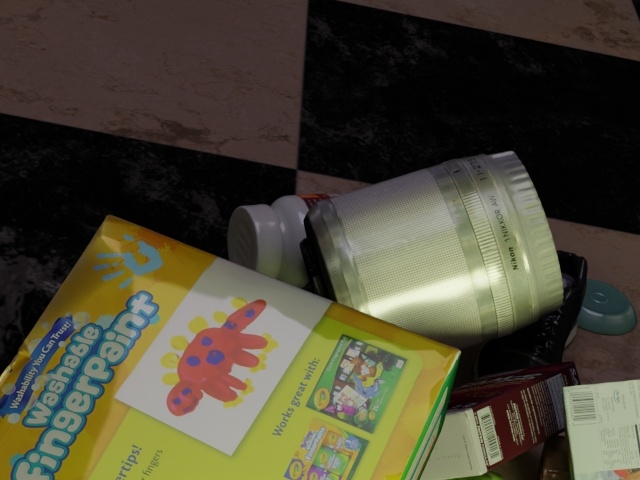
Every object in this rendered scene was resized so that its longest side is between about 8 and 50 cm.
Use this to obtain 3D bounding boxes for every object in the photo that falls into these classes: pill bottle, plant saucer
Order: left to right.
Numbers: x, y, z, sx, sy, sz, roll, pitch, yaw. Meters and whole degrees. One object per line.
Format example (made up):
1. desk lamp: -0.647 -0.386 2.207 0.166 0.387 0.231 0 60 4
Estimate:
1. pill bottle: 0.000 0.000 1.991 0.221 0.121 0.121 -3 35 -26
2. plant saucer: 0.375 0.085 2.098 0.119 0.021 0.119 10 31 -6

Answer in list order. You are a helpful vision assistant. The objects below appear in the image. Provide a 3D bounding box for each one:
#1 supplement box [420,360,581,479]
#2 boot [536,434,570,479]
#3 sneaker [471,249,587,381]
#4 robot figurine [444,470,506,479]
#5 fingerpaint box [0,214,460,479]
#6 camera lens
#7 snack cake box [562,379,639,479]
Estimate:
1. supplement box: 0.179 0.198 1.696 0.130 0.073 0.239 -14 0 38
2. boot: 0.362 0.321 1.659 0.269 0.089 0.236 13 28 5
3. sneaker: 0.267 0.102 1.926 0.107 0.124 0.283 20 31 10
4. robot figurine: 0.156 0.282 1.646 0.115 0.067 0.101 -4 5 -25
5. fingerpaint box: -0.130 0.240 1.378 0.371 0.163 0.445 20 54 11
6. camera lens: 0.125 0.028 1.834 0.274 0.219 0.219 -17 36 -3
7. snack cake box: 0.337 0.275 1.581 0.152 0.089 0.264 -5 53 6
